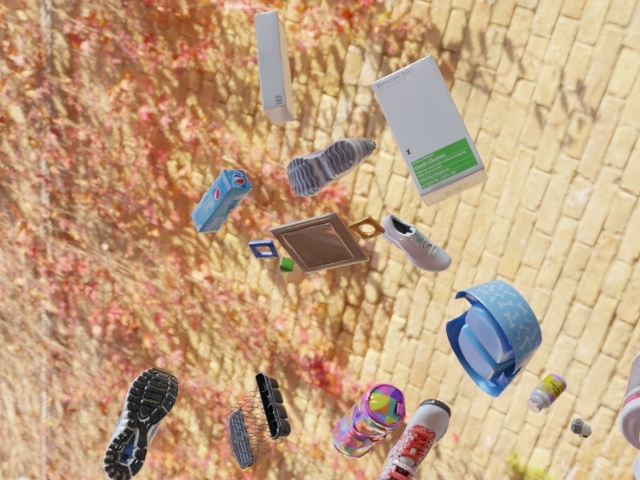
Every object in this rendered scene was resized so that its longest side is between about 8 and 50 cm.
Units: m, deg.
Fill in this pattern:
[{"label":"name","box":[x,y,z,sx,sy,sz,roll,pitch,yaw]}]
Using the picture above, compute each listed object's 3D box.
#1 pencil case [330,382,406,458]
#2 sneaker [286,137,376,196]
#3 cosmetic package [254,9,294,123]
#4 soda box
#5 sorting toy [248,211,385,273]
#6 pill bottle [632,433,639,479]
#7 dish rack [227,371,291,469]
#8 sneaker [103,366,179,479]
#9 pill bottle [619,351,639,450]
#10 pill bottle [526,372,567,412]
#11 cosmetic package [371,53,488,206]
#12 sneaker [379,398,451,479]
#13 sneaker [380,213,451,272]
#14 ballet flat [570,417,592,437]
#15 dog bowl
[{"label":"pencil case","box":[0.103,0.388,1.615,0.104,0.104,0.236,-49,-7,-35]},{"label":"sneaker","box":[0.026,-0.179,1.861,0.115,0.281,0.105,-19,-88,-41]},{"label":"cosmetic package","box":[-0.108,-0.402,1.768,0.099,0.060,0.239,44,-141,-73]},{"label":"soda box","box":[-0.280,-0.109,2.128,0.071,0.067,0.210,-3,-33,-44]},{"label":"sorting toy","box":[0.000,0.000,1.810,0.196,0.348,0.047,50,-142,-41]},{"label":"pill bottle","box":[0.707,0.353,1.417,0.169,0.169,0.301,-38,-32,-49]},{"label":"dish rack","box":[-0.201,0.546,2.257,0.074,0.208,0.271,18,-50,-40]},{"label":"sneaker","box":[-0.485,0.483,1.997,0.147,0.130,0.330,-46,16,53]},{"label":"pill bottle","box":[0.865,0.376,1.906,0.318,0.176,0.176,-48,-28,-49]},{"label":"pill bottle","box":[0.431,0.293,1.449,0.083,0.043,0.043,-35,-35,-30]},{"label":"cosmetic package","box":[0.306,-0.303,2.121,0.197,0.365,0.155,-26,-15,11]},{"label":"sneaker","box":[0.221,0.496,1.775,0.145,0.090,0.270,-59,-4,-48]},{"label":"sneaker","box":[0.251,0.005,1.973,0.080,0.212,0.094,-54,-8,-24]},{"label":"ballet flat","box":[0.602,0.431,1.737,0.041,0.041,0.114,-63,-33,-7]},{"label":"dog bowl","box":[0.312,0.173,1.363,0.074,0.166,0.297,-29,-25,-12]}]
